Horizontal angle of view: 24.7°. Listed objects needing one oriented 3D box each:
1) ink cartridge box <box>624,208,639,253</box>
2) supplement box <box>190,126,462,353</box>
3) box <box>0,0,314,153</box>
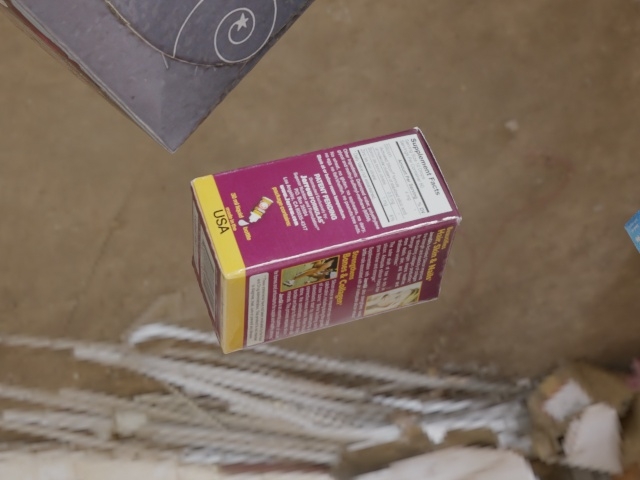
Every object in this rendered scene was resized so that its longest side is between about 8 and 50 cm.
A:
[{"bbox_3d":[0.173,0.016,0.623,0.048,0.083,0.028,-18,160,-23],"label":"ink cartridge box"},{"bbox_3d":[0.000,0.000,0.505,0.083,0.043,0.055,-13,149,-13],"label":"supplement box"},{"bbox_3d":[-0.102,-0.180,0.589,0.163,0.142,0.247,-47,143,-4],"label":"box"}]
